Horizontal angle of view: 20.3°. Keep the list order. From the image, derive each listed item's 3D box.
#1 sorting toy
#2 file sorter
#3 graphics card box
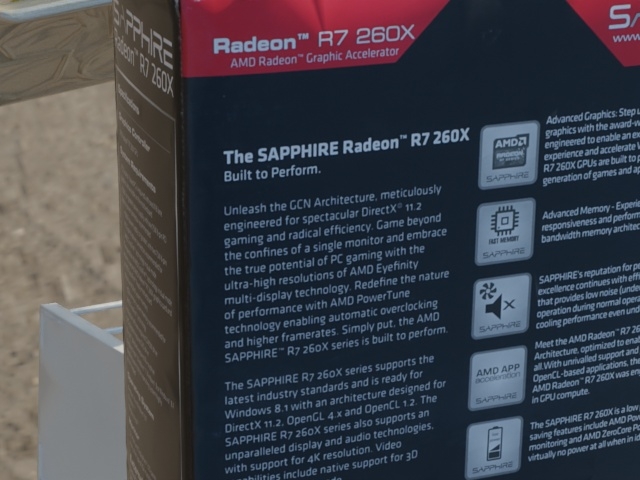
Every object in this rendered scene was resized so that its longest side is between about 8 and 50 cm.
[{"bbox_3d":[-0.191,-0.163,1.407,0.193,0.208,0.038,-16,80,-27],"label":"sorting toy"},{"bbox_3d":[-0.137,0.181,1.759,0.173,0.277,0.193,-9,111,-37],"label":"file sorter"},{"bbox_3d":[0.044,0.065,0.684,0.232,0.094,0.371,-8,111,-21],"label":"graphics card box"}]
